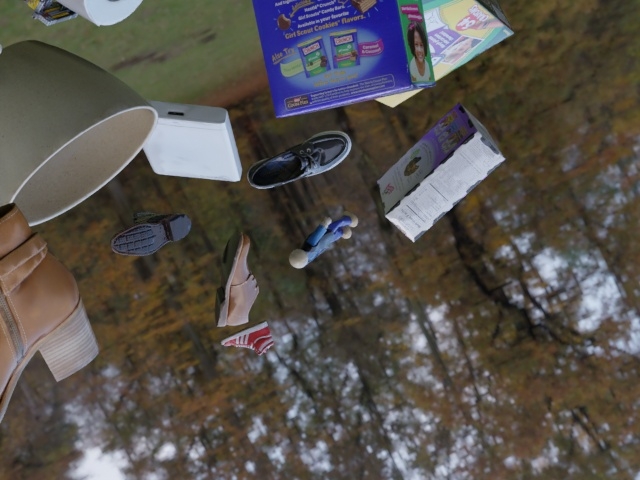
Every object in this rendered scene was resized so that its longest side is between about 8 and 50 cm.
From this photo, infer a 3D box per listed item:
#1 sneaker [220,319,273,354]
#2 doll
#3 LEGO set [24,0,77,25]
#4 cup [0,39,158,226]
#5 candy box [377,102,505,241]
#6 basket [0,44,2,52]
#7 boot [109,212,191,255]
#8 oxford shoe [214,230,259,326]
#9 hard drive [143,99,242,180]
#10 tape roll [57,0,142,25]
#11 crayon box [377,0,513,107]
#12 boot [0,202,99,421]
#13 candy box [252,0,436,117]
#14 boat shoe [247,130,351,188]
[{"bbox_3d":[-0.156,0.222,1.995,0.119,0.067,0.042,-23,-177,23],"label":"sneaker"},{"bbox_3d":[0.000,0.000,1.849,0.189,0.046,0.129,-35,160,-43],"label":"doll"},{"bbox_3d":[-0.679,-0.703,2.320,0.331,0.255,0.192,-42,-173,23],"label":"LEGO set"},{"bbox_3d":[-0.494,-0.218,1.660,0.331,0.237,0.331,-39,175,-4],"label":"cup"},{"bbox_3d":[0.188,-0.113,1.493,0.196,0.070,0.165,-44,-162,16],"label":"candy box"},{"bbox_3d":[-0.681,-0.253,1.247,0.267,0.331,0.328,0,-123,32],"label":"basket"},{"bbox_3d":[-0.424,-0.017,2.193,0.219,0.082,0.106,-18,-160,-42],"label":"boot"},{"bbox_3d":[-0.150,0.071,1.734,0.076,0.212,0.076,2,-144,-14],"label":"oxford shoe"},{"bbox_3d":[-0.326,-0.240,2.271,0.233,0.047,0.353,6,163,3],"label":"hard drive"},{"bbox_3d":[-0.488,-0.611,1.990,0.246,0.169,0.246,-52,165,-21],"label":"tape roll"},{"bbox_3d":[0.180,-0.422,1.875,0.313,0.106,0.363,-31,160,25],"label":"crayon box"},{"bbox_3d":[-0.408,0.107,1.042,0.284,0.220,0.109,-31,-149,-18],"label":"boot"},{"bbox_3d":[0.030,-0.393,1.582,0.268,0.317,0.122,-8,-173,28],"label":"candy box"},{"bbox_3d":[-0.044,-0.163,1.902,0.229,0.080,0.076,-17,-168,2],"label":"boat shoe"}]
